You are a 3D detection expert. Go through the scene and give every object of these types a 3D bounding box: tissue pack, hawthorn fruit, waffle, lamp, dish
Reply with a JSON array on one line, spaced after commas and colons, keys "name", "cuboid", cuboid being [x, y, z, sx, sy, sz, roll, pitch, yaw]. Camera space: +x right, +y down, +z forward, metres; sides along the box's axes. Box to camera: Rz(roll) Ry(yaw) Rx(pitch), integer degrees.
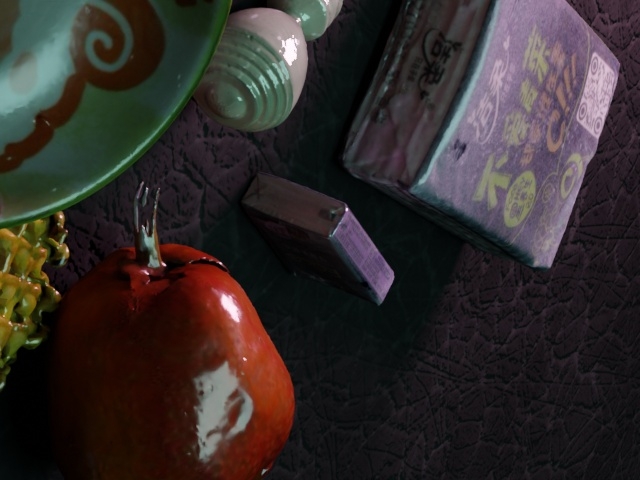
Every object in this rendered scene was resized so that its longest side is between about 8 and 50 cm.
[{"name": "tissue pack", "cuboid": [0.194, -0.148, 1.846, 0.394, 0.124, 0.288, 26, 83, -60]}, {"name": "hawthorn fruit", "cuboid": [-0.136, 0.094, 1.381, 0.211, 0.211, 0.299, -31, 118, -48]}, {"name": "waffle", "cuboid": [-0.278, 0.032, 1.251, 0.231, 0.051, 0.229, -42, 137, -41]}, {"name": "lamp", "cuboid": [-0.046, -0.172, 1.468, 0.193, 0.106, 0.106, -55, 148, -43]}, {"name": "tissue pack", "cuboid": [0.000, 0.000, 1.622, 0.051, 0.112, 0.156, -60, 149, -15]}, {"name": "dish", "cuboid": [-0.220, -0.173, 1.133, 0.324, 0.124, 0.324, -30, 141, -28]}]
